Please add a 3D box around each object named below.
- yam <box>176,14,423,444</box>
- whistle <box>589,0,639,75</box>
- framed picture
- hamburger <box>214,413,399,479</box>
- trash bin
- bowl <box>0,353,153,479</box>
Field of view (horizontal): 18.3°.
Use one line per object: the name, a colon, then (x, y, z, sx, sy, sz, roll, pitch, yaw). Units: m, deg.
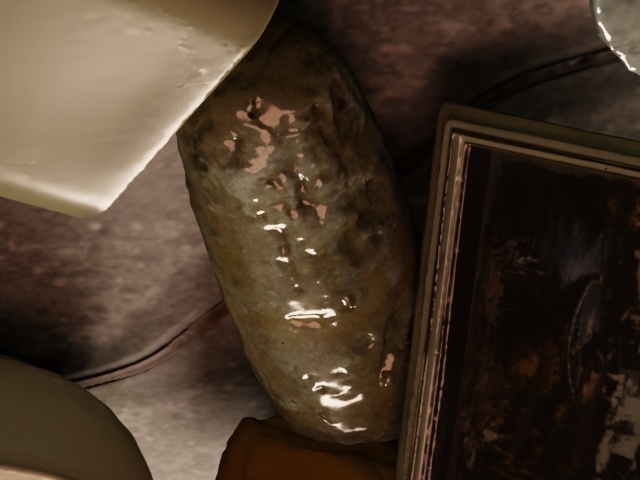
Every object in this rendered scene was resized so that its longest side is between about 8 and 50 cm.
yam: (0.000, 0.000, 1.124, 0.133, 0.133, 0.330, -12, 139, 8)
whistle: (0.250, -0.158, 0.928, 0.405, 0.168, 0.188, 25, 133, -38)
framed picture: (0.149, 0.089, 1.068, 0.232, 0.019, 0.296, 13, 109, 23)
hamburger: (0.052, 0.229, 1.293, 0.319, 0.158, 0.318, 30, 141, 28)
trash bin: (-0.175, -0.124, 0.959, 0.247, 0.121, 0.243, 19, 135, -31)
bowl: (-0.234, 0.166, 1.287, 0.277, 0.145, 0.277, -4, 142, -3)
